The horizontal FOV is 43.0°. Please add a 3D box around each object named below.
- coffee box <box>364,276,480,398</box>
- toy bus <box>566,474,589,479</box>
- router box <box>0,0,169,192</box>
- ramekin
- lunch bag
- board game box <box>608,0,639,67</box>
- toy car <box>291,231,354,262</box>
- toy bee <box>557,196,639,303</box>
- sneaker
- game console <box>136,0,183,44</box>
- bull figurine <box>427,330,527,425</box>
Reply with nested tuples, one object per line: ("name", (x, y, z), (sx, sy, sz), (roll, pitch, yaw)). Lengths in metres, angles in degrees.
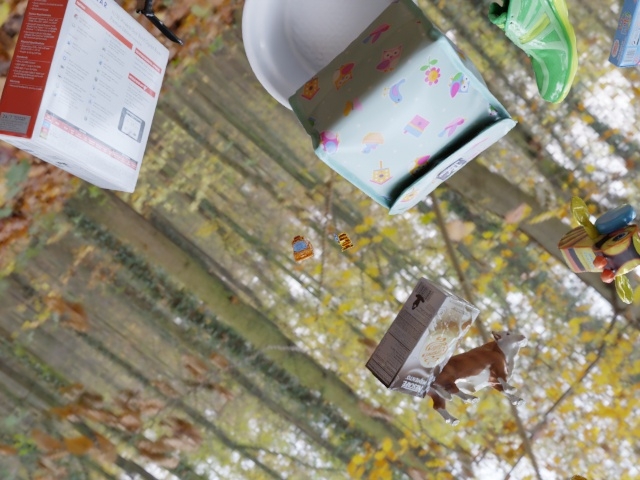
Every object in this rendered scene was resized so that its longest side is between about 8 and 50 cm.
("coffee box", (0.231, 0.223, 1.841), (0.098, 0.141, 0.246), (40, -78, 46))
("toy bus", (0.564, 0.633, 1.793), (0.220, 0.149, 0.211), (-55, 156, -8))
("router box", (-0.416, -0.275, 1.470), (0.335, 0.082, 0.301), (36, 65, -70))
("ramekin", (0.027, -0.343, 1.302), (0.277, 0.277, 0.135), (-41, -176, 30))
("lunch bag", (0.126, -0.159, 1.108), (0.223, 0.262, 0.160), (-40, -137, 14))
("board game box", (0.643, -0.405, 1.487), (0.039, 0.212, 0.160), (-123, -150, -50))
("toy car", (0.000, 0.000, 1.390), (0.122, 0.040, 0.060), (-18, -161, 22))
("toy bee", (0.482, 0.005, 1.353), (0.162, 0.195, 0.298), (-34, 165, -24))
("sneaker", (0.339, -0.361, 1.326), (0.124, 0.295, 0.109), (-19, -154, 5))
("game console", (-0.259, -0.383, 1.328), (0.122, 0.071, 0.107), (-140, -121, -65))
("bull figurine", (0.384, 0.325, 1.972), (0.311, 0.101, 0.188), (-16, -140, -14))
